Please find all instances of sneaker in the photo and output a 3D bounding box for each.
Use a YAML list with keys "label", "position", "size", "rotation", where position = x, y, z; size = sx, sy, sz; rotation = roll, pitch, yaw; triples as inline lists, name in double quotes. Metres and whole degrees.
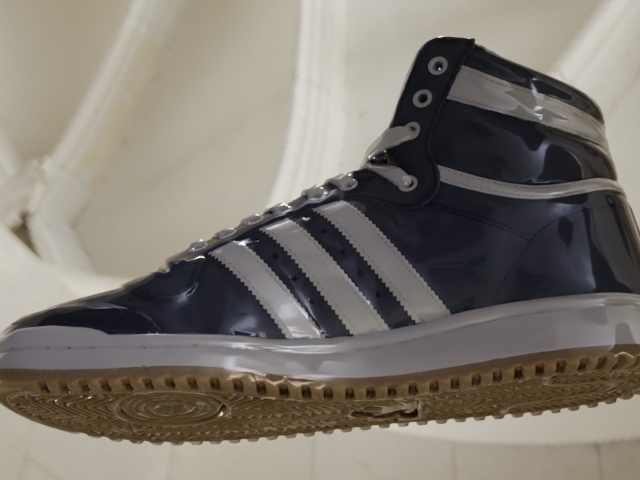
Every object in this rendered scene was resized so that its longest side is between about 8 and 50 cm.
- label: "sneaker"
  position: [0.000, 0.000, 0.611]
  size: [0.282, 0.099, 0.153]
  rotation: [-3, -111, -3]
